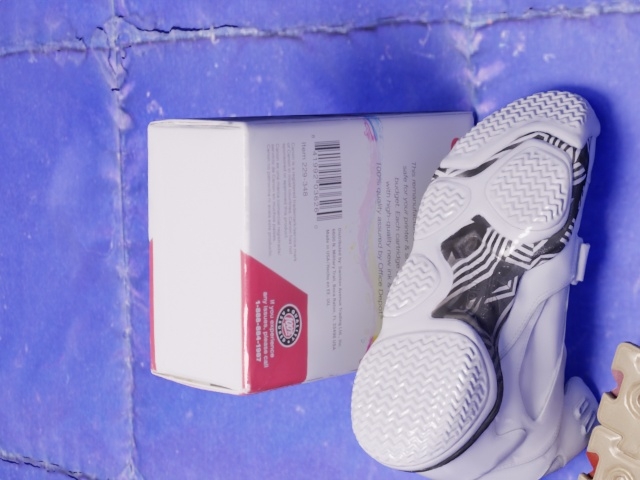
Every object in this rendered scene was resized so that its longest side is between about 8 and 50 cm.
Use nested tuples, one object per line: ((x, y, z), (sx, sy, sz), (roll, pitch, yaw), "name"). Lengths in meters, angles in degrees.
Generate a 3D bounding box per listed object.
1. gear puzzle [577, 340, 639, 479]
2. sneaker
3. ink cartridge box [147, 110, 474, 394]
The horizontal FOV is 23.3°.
((0.291, 0.264, 1.328), (0.175, 0.044, 0.338), (27, 114, 35), "gear puzzle")
((0.168, 0.061, 1.356), (0.137, 0.210, 0.365), (11, 67, 40), "sneaker")
((0.000, 0.000, 1.375), (0.131, 0.306, 0.226), (4, 97, 42), "ink cartridge box")
